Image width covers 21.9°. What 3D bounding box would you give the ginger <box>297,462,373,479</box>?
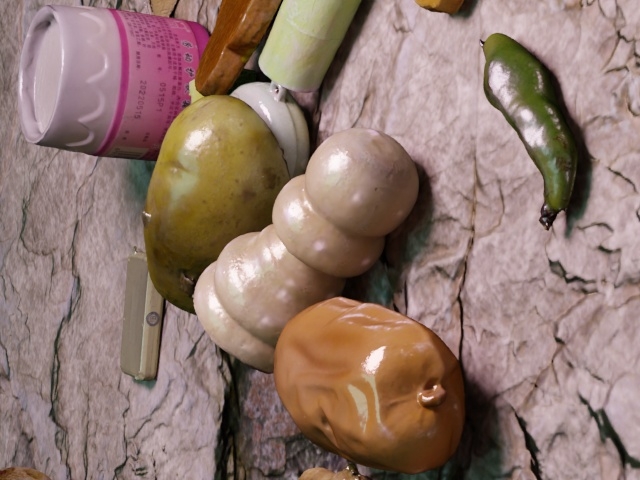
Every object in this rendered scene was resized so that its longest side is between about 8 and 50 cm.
[{"bbox_3d":[0.041,0.269,1.480,0.333,0.081,0.148,-27,66,57],"label":"ginger"}]

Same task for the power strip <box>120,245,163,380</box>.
[{"bbox_3d":[-0.217,0.085,2.036,0.076,0.028,0.169,12,98,61],"label":"power strip"}]

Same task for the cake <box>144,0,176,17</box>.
[{"bbox_3d":[-0.195,-0.311,2.068,0.121,0.065,0.052,91,161,-44],"label":"cake"}]

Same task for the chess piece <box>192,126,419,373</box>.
[{"bbox_3d":[0.000,0.000,1.571,0.261,0.142,0.143,-52,42,34],"label":"chess piece"}]

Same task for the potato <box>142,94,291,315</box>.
[{"bbox_3d":[-0.124,-0.017,1.712,0.160,0.111,0.272,36,134,26],"label":"potato"}]

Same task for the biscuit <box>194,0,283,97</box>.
[{"bbox_3d":[-0.059,-0.281,1.756,0.290,0.041,0.208,-63,16,14],"label":"biscuit"}]

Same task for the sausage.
[{"bbox_3d":[0.044,0.128,1.456,0.241,0.120,0.136,15,125,58],"label":"sausage"}]

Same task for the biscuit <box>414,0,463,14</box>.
[{"bbox_3d":[0.144,-0.315,1.447,0.249,0.035,0.184,-55,41,41],"label":"biscuit"}]

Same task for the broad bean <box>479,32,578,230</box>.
[{"bbox_3d":[0.171,-0.105,1.351,0.061,0.046,0.195,-47,47,44],"label":"broad bean"}]

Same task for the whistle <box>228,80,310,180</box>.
[{"bbox_3d":[-0.073,-0.068,1.769,0.126,0.067,0.258,52,135,35],"label":"whistle"}]

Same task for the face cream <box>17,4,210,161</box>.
[{"bbox_3d":[-0.242,-0.185,1.956,0.175,0.194,0.175,-13,75,60],"label":"face cream"}]

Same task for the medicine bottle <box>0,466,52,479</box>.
[{"bbox_3d":[-0.358,0.434,2.101,0.322,0.151,0.151,45,124,55],"label":"medicine bottle"}]

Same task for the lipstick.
[{"bbox_3d":[0.023,-0.286,1.619,0.304,0.076,0.076,-62,36,33],"label":"lipstick"}]

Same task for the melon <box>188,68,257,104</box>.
[{"bbox_3d":[-0.129,-0.103,1.881,0.118,0.064,0.210,43,120,61],"label":"melon"}]
